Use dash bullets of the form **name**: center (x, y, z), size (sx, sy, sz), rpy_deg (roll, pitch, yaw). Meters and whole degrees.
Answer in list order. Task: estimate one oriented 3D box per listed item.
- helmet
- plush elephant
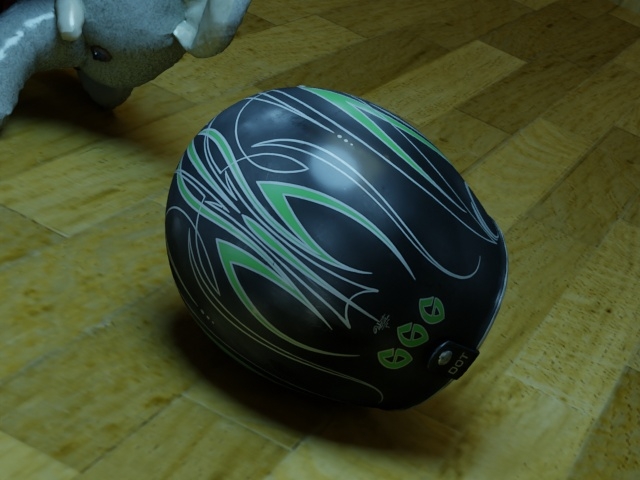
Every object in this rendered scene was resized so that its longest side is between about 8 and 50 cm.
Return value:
- **helmet**: center (0.000, 0.000, 0.999), size (0.161, 0.169, 0.169), rpy_deg (33, 12, -26)
- **plush elephant**: center (-0.189, -0.189, 1.245), size (0.330, 0.272, 0.255), rpy_deg (-28, 87, -28)
